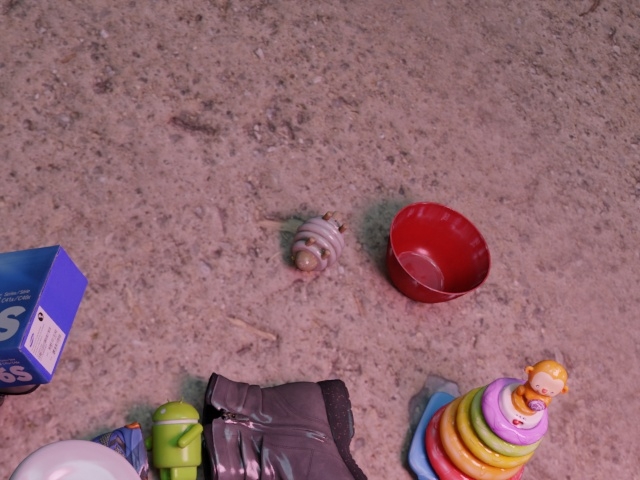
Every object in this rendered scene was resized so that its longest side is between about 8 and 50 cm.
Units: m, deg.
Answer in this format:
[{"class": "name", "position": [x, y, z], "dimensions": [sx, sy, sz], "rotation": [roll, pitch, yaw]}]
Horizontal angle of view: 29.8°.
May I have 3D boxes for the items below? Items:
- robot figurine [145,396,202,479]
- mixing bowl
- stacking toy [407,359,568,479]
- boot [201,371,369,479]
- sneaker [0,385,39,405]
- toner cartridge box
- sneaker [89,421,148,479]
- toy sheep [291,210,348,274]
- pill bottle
[{"class": "robot figurine", "position": [-0.198, 0.274, 1.653], "dimensions": [0.067, 0.101, 0.115], "rotation": [5, 78, -38]}, {"class": "mixing bowl", "position": [0.179, 0.036, 1.992], "dimensions": [0.182, 0.098, 0.181], "rotation": [13, 53, -17]}, {"class": "stacking toy", "position": [0.269, 0.259, 1.740], "dimensions": [0.175, 0.302, 0.165], "rotation": [30, 49, -4]}, {"class": "boot", "position": [-0.054, 0.338, 1.672], "dimensions": [0.223, 0.118, 0.338], "rotation": [2, 45, -20]}, {"class": "sneaker", "position": [-0.419, 0.176, 1.561], "dimensions": [0.130, 0.228, 0.087], "rotation": [58, 48, -38]}, {"class": "toner cartridge box", "position": [-0.477, 0.108, 1.507], "dimensions": [0.348, 0.075, 0.165], "rotation": [-8, 44, 21]}, {"class": "sneaker", "position": [-0.263, 0.350, 1.585], "dimensions": [0.087, 0.083, 0.221], "rotation": [-7, 54, -13]}, {"class": "toy sheep", "position": [0.000, 0.000, 1.941], "dimensions": [0.091, 0.091, 0.132], "rotation": [37, 57, 3]}, {"class": "pill bottle", "position": [-0.311, 0.360, 1.408], "dimensions": [0.160, 0.283, 0.160], "rotation": [13, 52, -17]}]
